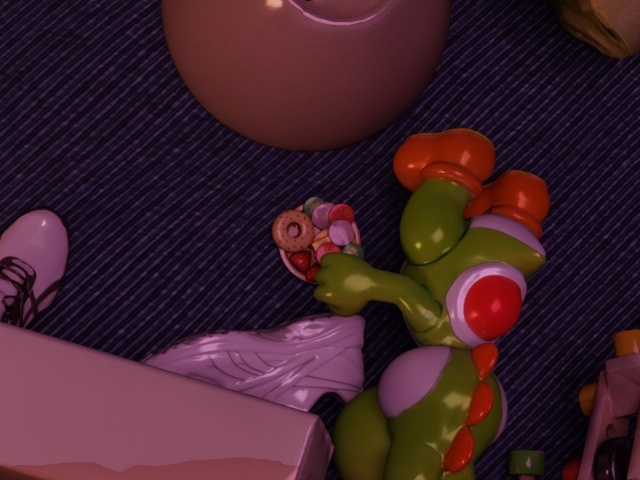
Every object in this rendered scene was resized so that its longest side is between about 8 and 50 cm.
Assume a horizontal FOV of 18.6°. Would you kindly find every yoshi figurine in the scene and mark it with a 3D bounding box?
[{"bbox_3d":[0.093,0.094,1.795,0.203,0.203,0.362,9,61,8],"label":"yoshi figurine"}]

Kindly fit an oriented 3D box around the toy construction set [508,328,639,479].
[{"bbox_3d":[0.349,0.128,1.795,0.257,0.309,0.237,6,76,-17],"label":"toy construction set"}]

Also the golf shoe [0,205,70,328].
[{"bbox_3d":[-0.288,0.053,1.784,0.077,0.094,0.198,30,77,-4],"label":"golf shoe"}]

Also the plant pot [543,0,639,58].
[{"bbox_3d":[0.304,-0.324,1.874,0.276,0.276,0.254,40,88,-3],"label":"plant pot"}]

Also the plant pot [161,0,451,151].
[{"bbox_3d":[0.001,-0.240,1.827,0.284,0.191,0.284,2,81,-10],"label":"plant pot"}]

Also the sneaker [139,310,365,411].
[{"bbox_3d":[-0.062,0.136,1.817,0.232,0.090,0.115,-9,87,-10],"label":"sneaker"}]

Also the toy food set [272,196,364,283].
[{"bbox_3d":[0.000,0.000,1.879,0.082,0.020,0.083,-26,87,-13],"label":"toy food set"}]

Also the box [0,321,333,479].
[{"bbox_3d":[-0.157,0.177,1.695,0.311,0.148,0.121,15,75,12],"label":"box"}]
